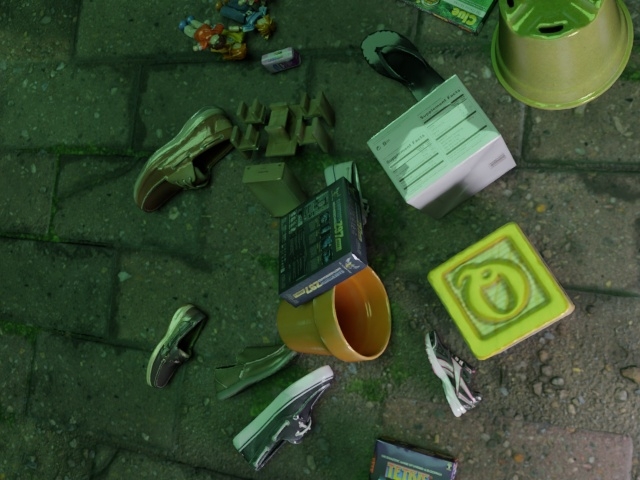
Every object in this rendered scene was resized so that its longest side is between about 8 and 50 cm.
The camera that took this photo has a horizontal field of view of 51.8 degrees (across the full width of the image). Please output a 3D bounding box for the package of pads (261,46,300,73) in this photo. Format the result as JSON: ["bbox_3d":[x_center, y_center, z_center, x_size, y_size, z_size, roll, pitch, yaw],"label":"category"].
[{"bbox_3d":[-0.093,-0.429,1.570,0.083,0.050,0.032,-11,75,22],"label":"package of pads"}]

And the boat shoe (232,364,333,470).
[{"bbox_3d":[-0.066,0.394,1.445,0.301,0.108,0.102,-44,70,15],"label":"boat shoe"}]

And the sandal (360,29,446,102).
[{"bbox_3d":[0.189,-0.382,1.444,0.254,0.054,0.097,44,101,21],"label":"sandal"}]

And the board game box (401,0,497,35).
[{"bbox_3d":[0.266,-0.563,1.446,0.259,0.030,0.136,34,96,22],"label":"board game box"}]

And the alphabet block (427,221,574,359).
[{"bbox_3d":[0.346,0.099,1.252,0.193,0.197,0.192,-36,73,15],"label":"alphabet block"}]

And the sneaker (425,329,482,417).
[{"bbox_3d":[0.273,0.262,1.345,0.077,0.072,0.178,-24,84,7],"label":"sneaker"}]

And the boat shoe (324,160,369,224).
[{"bbox_3d":[0.068,-0.072,1.447,0.075,0.083,0.226,-21,76,21],"label":"boat shoe"}]

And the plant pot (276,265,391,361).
[{"bbox_3d":[0.017,0.160,1.397,0.188,0.205,0.205,-16,78,36],"label":"plant pot"}]

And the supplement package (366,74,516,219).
[{"bbox_3d":[0.245,-0.169,1.286,0.204,0.262,0.145,-37,73,15],"label":"supplement package"}]

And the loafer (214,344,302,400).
[{"bbox_3d":[-0.150,0.279,1.497,0.251,0.094,0.087,-31,78,17],"label":"loafer"}]

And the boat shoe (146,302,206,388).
[{"bbox_3d":[-0.346,0.262,1.590,0.073,0.080,0.224,25,90,28],"label":"boat shoe"}]

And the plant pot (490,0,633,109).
[{"bbox_3d":[0.443,-0.414,1.234,0.276,0.254,0.276,-2,83,22],"label":"plant pot"}]

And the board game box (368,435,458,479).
[{"bbox_3d":[0.186,0.499,1.359,0.170,0.048,0.141,10,90,23],"label":"board game box"}]

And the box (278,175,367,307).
[{"bbox_3d":[0.000,0.000,1.339,0.183,0.059,0.233,-33,37,25],"label":"box"}]

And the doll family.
[{"bbox_3d":[-0.201,-0.530,1.609,0.163,0.118,0.263,35,80,28],"label":"doll family"}]

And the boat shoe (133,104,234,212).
[{"bbox_3d":[-0.330,-0.180,1.609,0.324,0.123,0.116,-46,72,14],"label":"boat shoe"}]

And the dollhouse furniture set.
[{"bbox_3d":[-0.080,-0.198,1.518,0.212,0.161,0.242,-2,62,23],"label":"dollhouse furniture set"}]
